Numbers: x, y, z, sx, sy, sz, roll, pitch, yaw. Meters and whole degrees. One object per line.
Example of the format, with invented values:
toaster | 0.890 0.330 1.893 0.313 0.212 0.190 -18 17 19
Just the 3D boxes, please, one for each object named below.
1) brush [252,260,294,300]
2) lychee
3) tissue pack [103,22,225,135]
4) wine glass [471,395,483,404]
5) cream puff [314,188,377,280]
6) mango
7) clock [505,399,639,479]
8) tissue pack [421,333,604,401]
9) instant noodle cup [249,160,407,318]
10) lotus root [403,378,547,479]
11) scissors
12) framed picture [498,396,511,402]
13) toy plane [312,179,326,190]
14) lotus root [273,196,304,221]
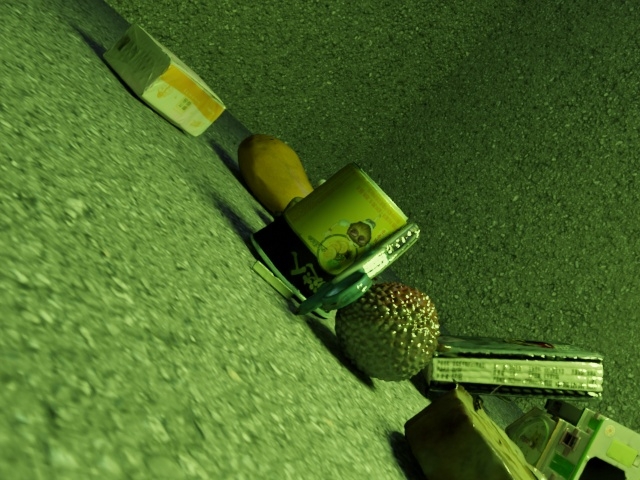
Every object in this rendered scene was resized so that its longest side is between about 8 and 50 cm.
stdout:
brush | -0.076 0.063 1.122 0.083 0.016 0.013 44 -7 -19
lychee | 0.117 0.149 1.137 0.197 0.165 0.165 25 12 -20
tissue pack | -0.363 -0.371 1.659 0.185 0.124 0.225 48 7 28
wine glass | 0.429 0.435 1.994 0.042 0.039 0.083 16 17 -27
cream puff | 0.105 -0.049 2.185 0.350 0.228 0.350 47 0 0
mango | -0.114 -0.166 1.868 0.187 0.144 0.359 16 28 -38
clock | 0.502 0.454 1.480 0.166 0.235 0.309 29 -3 -11
tissue pack | 0.400 0.273 1.543 0.361 0.122 0.259 2 1 4
instant noodle cup | 0.024 -0.009 1.273 0.215 0.236 0.215 47 4 -5
lotus root | 0.271 0.372 0.968 0.390 0.111 0.375 44 6 -46
scissors | 0.079 0.041 1.153 0.138 0.289 0.041 -21 -78 49
framed picture | 0.406 0.381 2.023 0.255 0.014 0.338 29 -4 29
toy plane | 0.034 -0.028 1.912 0.182 0.273 0.107 1 3 17
lotus root | 0.000 0.000 1.624 0.241 0.123 0.124 42 15 -8
